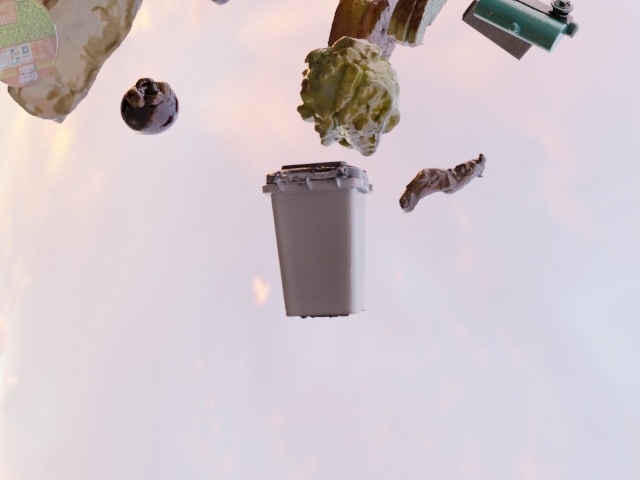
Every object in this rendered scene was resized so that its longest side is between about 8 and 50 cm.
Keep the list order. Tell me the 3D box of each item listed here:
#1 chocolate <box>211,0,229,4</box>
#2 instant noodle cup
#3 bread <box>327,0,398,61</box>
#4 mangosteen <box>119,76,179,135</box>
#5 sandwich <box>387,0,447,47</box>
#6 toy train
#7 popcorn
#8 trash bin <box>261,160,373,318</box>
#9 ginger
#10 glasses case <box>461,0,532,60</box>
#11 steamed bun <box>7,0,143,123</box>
[{"bbox_3d":[-0.300,-0.701,2.026,0.167,0.072,0.072,50,-51,20],"label":"chocolate"},{"bbox_3d":[-0.612,-0.382,1.392,0.185,0.168,0.168,18,-83,28],"label":"instant noodle cup"},{"bbox_3d":[0.150,-0.677,2.446,0.172,0.312,0.312,24,-74,20],"label":"bread"},{"bbox_3d":[-0.363,-0.293,1.605,0.140,0.140,0.140,-31,-126,55],"label":"mangosteen"},{"bbox_3d":[0.321,-0.726,2.306,0.100,0.288,0.254,27,-62,15],"label":"sandwich"},{"bbox_3d":[0.485,-0.534,1.786,0.159,0.248,0.101,-47,161,-38],"label":"toy train"},{"bbox_3d":[0.082,-0.386,2.067,0.312,0.312,0.312,-31,-126,55],"label":"popcorn"},{"bbox_3d":[0.000,0.000,1.811,0.296,0.256,0.367,8,80,-81],"label":"trash bin"},{"bbox_3d":[0.340,-0.167,2.115,0.084,0.290,0.122,61,-15,21],"label":"ginger"},{"bbox_3d":[0.491,-0.585,2.074,0.071,0.205,0.047,-50,-165,36],"label":"glasses case"},{"bbox_3d":[-0.541,-0.459,1.529,0.428,0.247,0.189,-51,-132,27],"label":"steamed bun"}]
